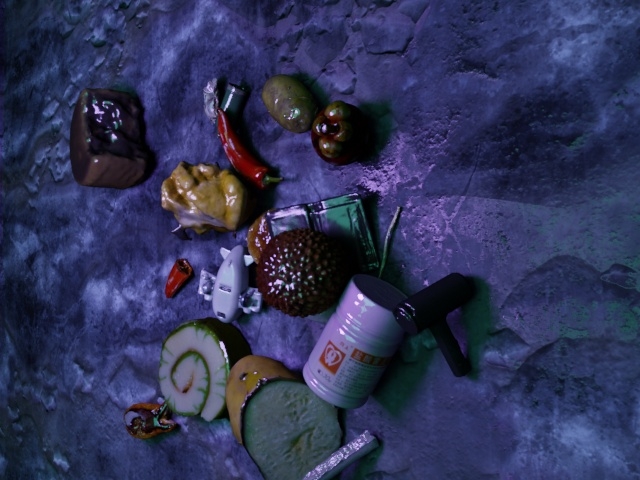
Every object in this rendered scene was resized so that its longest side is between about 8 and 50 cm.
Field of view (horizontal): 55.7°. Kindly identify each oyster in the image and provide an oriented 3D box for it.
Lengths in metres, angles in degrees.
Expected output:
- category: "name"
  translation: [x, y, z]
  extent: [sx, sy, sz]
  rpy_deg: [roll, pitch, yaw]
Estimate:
- category: "oyster"
  translation: [-0.387, -0.494, 2.163]
  extent: [0.108, 0.053, 0.165]
  rpy_deg: [8, 94, 45]

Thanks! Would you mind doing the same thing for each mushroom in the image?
- category: "mushroom"
  translation: [0.179, 0.040, 1.704]
  extent: [0.026, 0.028, 0.286]
  rpy_deg: [26, 99, 37]

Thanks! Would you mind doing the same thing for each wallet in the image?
- category: "wallet"
  translation: [0.000, 0.000, 1.780]
  extent: [0.323, 0.041, 0.247]
  rpy_deg: [-13, 91, 22]

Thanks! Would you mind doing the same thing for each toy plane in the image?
- category: "toy plane"
  translation: [-0.289, 0.145, 2.014]
  extent: [0.267, 0.123, 0.266]
  rpy_deg: [1, 92, 22]

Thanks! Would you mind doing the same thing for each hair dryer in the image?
- category: "hair dryer"
  translation: [0.311, 0.228, 1.519]
  extent: [0.089, 0.197, 0.251]
  rpy_deg: [-1, 115, 64]

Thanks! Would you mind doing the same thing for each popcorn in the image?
- category: "popcorn"
  translation: [-0.367, -0.141, 2.019]
  extent: [0.316, 0.297, 0.280]
  rpy_deg: [7, 66, 2]

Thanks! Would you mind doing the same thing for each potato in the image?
- category: "potato"
  translation: [-0.129, 0.527, 1.843]
  extent: [0.397, 0.290, 0.296]
  rpy_deg: [56, 166, -18]
- category: "potato"
  translation: [-0.096, -0.428, 1.891]
  extent: [0.251, 0.113, 0.149]
  rpy_deg: [49, 125, 39]

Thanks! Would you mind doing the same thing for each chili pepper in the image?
- category: "chili pepper"
  translation: [-0.539, 0.155, 2.258]
  extent: [0.169, 0.065, 0.088]
  rpy_deg: [-56, 41, 29]
- category: "chili pepper"
  translation: [-0.252, -0.275, 1.999]
  extent: [0.368, 0.092, 0.137]
  rpy_deg: [46, 148, 21]

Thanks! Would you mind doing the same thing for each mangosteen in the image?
- category: "mangosteen"
  translation: [0.051, -0.305, 1.711]
  extent: [0.200, 0.200, 0.199]
  rpy_deg: [-2, 87, 39]

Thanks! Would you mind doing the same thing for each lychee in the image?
- category: "lychee"
  translation: [-0.053, 0.094, 1.655]
  extent: [0.268, 0.268, 0.267]
  rpy_deg: [-2, 87, 39]

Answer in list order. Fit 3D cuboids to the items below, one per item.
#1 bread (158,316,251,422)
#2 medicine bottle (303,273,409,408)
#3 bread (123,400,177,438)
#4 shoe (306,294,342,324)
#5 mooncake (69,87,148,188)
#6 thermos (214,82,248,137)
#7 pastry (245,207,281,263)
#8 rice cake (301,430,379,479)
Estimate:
- category: "bread"
  translation: [-0.393, 0.454, 2.081]
  extent: [0.366, 0.129, 0.382]
  rpy_deg: [-50, 61, 23]
- category: "medicine bottle"
  translation: [0.103, 0.273, 1.640]
  extent: [0.202, 0.202, 0.315]
  rpy_deg: [38, 112, 33]
- category: "bread"
  translation: [-0.643, 0.679, 2.306]
  extent: [0.269, 0.095, 0.139]
  rpy_deg: [-18, 79, 23]
- category: "shoe"
  translation: [-0.019, 0.189, 1.809]
  extent: [0.251, 0.100, 0.103]
  rpy_deg: [16, 97, 41]
- category: "mooncake"
  translation: [-0.833, -0.401, 2.391]
  extent: [0.393, 0.246, 0.393]
  rpy_deg: [17, 99, 46]
- category: "thermos"
  translation: [-0.320, -0.444, 2.092]
  extent: [0.083, 0.073, 0.187]
  rpy_deg: [36, 110, 32]
- category: "pastry"
  translation: [-0.144, -0.007, 1.920]
  extent: [0.192, 0.093, 0.182]
  rpy_deg: [-49, 64, 25]
- category: "rice cake"
  translation: [0.048, 0.630, 1.707]
  extent: [0.270, 0.055, 0.049]
  rpy_deg: [-35, 39, 1]
